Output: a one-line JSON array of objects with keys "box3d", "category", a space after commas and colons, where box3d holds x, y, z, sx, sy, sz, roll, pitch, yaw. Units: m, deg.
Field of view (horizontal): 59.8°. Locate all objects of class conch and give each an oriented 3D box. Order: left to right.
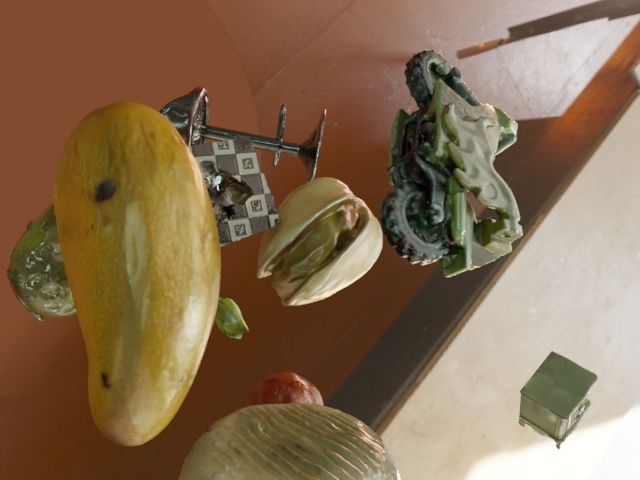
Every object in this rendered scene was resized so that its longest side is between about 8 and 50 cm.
[{"box3d": [-0.287, 0.233, 1.707, 0.079, 0.201, 0.095, -3, 131, -38], "category": "conch"}]

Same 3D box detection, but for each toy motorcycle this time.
[{"box3d": [0.214, -0.125, 0.917, 0.237, 0.169, 0.410, 27, 59, -21], "category": "toy motorcycle"}]

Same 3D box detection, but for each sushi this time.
[{"box3d": [-0.195, -0.079, 0.994, 0.210, 0.040, 0.193, -20, 89, -29], "category": "sushi"}]

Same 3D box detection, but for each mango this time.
[{"box3d": [-0.134, 0.014, 0.424, 0.109, 0.157, 0.262, -2, 69, -38], "category": "mango"}]

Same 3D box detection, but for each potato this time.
[{"box3d": [-0.290, 0.003, 0.718, 0.251, 0.113, 0.149, -65, 148, -54], "category": "potato"}]

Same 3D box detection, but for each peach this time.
[{"box3d": [-0.100, 0.484, 1.465, 0.232, 0.257, 0.232, 6, 125, 9], "category": "peach"}]

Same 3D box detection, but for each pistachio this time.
[{"box3d": [0.000, 0.000, 1.149, 0.229, 0.238, 0.321, 43, 43, 3], "category": "pistachio"}]

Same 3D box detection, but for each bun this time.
[{"box3d": [-0.041, 0.390, 0.848, 0.362, 0.326, 0.234, -15, 104, -66], "category": "bun"}]

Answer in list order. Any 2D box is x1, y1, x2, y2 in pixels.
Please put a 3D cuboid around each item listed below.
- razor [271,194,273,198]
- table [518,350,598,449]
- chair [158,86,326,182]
[{"box3d": [-0.275, -0.056, 1.716, 0.093, 0.324, 0.056, 35, 39, -50], "category": "razor"}, {"box3d": [0.297, 0.203, 0.702, 0.079, 0.062, 0.083, -39, 137, -25], "category": "table"}, {"box3d": [-0.199, -0.254, 1.389, 0.401, 0.226, 0.226, 10, 93, -3], "category": "chair"}]
